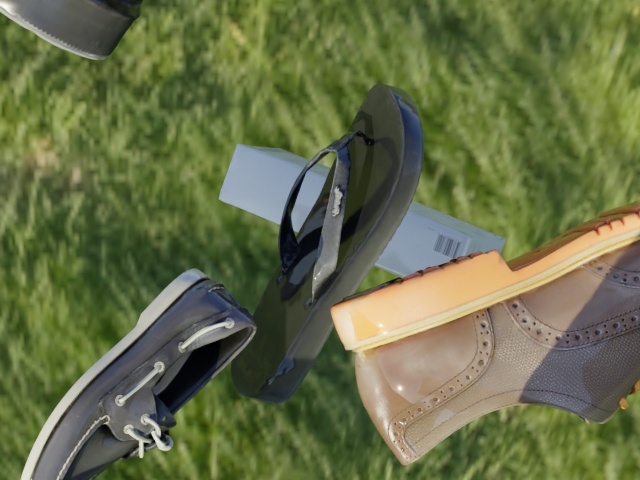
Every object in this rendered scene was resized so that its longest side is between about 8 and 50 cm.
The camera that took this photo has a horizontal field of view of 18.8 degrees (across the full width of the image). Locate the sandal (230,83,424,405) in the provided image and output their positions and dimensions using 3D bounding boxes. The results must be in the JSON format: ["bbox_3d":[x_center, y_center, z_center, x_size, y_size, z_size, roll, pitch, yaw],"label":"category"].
[{"bbox_3d":[0.000,0.001,1.411,0.054,0.097,0.254,26,91,-31],"label":"sandal"}]

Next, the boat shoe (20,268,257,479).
[{"bbox_3d":[-0.122,0.110,1.299,0.065,0.075,0.206,32,67,18],"label":"boat shoe"}]

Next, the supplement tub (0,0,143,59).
[{"bbox_3d":[-0.046,-0.159,0.638,0.106,0.106,0.198,40,102,19],"label":"supplement tub"}]

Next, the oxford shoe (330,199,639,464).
[{"bbox_3d":[0.197,0.048,1.300,0.364,0.130,0.132,-17,89,1],"label":"oxford shoe"}]

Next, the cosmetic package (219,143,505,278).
[{"bbox_3d":[0.037,-0.018,1.734,0.239,0.099,0.060,23,100,23],"label":"cosmetic package"}]
